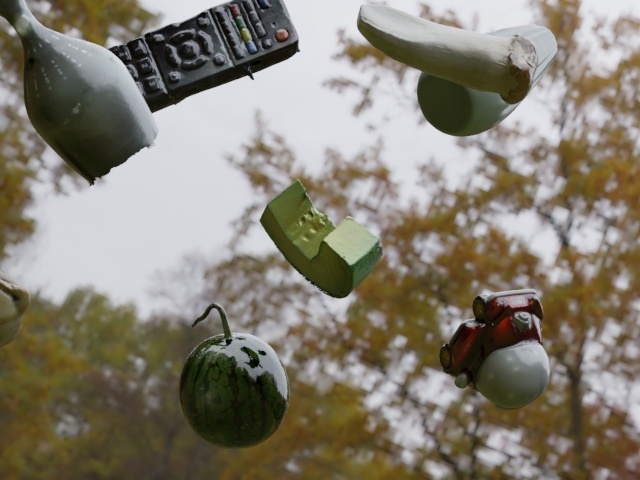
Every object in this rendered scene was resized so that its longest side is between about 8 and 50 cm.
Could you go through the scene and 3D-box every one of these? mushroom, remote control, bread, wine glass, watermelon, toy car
[{"bbox_3d":[0.135,-0.204,1.640,0.209,0.084,0.071,15,-42,-9],"label":"mushroom"},{"bbox_3d":[-0.229,-0.272,2.398,0.398,0.145,0.062,-21,-23,-4],"label":"remote control"},{"bbox_3d":[-0.425,0.091,1.838,0.081,0.134,0.225,66,-20,11],"label":"bread"},{"bbox_3d":[-0.285,-0.185,1.668,0.126,0.126,0.241,-4,-52,55],"label":"wine glass"},{"bbox_3d":[-0.114,0.172,1.931,0.140,0.140,0.187,6,-67,43],"label":"watermelon"},{"bbox_3d":[0.210,0.130,1.700,0.112,0.112,0.139,-5,-45,-24],"label":"toy car"}]

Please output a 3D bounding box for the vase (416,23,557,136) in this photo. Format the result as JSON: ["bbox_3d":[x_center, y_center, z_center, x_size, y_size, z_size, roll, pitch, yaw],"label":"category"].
[{"bbox_3d":[0.240,-0.234,2.107,0.128,0.248,0.128,22,-53,32],"label":"vase"}]

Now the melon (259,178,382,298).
[{"bbox_3d":[0.000,0.000,1.865,0.209,0.064,0.118,39,-23,37],"label":"melon"}]
